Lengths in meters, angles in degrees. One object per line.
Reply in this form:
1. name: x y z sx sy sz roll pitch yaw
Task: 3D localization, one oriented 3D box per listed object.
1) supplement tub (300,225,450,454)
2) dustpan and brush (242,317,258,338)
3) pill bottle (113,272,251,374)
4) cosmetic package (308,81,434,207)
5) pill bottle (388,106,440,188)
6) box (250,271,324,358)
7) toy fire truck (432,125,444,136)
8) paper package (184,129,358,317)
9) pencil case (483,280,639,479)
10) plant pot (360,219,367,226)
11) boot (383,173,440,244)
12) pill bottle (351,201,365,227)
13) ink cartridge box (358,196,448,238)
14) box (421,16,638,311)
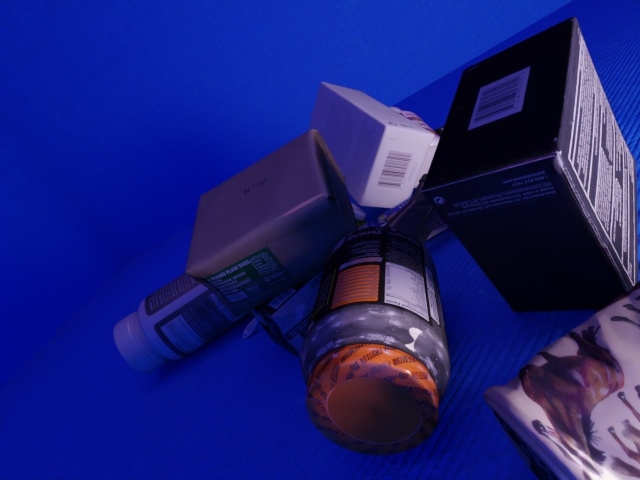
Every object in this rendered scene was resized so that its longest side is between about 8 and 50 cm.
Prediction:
1. supplement tub: 0.087 0.133 0.674 0.207 0.207 0.338 -25 20 21
2. dustpan and brush: -0.132 0.171 1.108 0.060 0.147 0.211 0 -52 -55
3. pill bottle: -0.371 0.203 1.215 0.361 0.204 0.204 -32 19 -3
4. cosmetic package: 0.120 -0.299 1.308 0.162 0.229 0.453 2 32 -27
5. pill bottle: 0.276 -0.309 1.380 0.169 0.169 0.301 -31 44 5
6. box: -0.012 0.120 0.959 0.247 0.142 0.163 -42 22 -21
7. toy fire truck: 0.502 -0.367 1.384 0.247 0.158 0.217 -30 15 -35
8. paper package: -0.099 -0.045 0.935 0.325 0.168 0.309 -28 35 13
9. pencil case: 0.354 0.107 0.397 0.411 0.159 0.183 -33 4 -4
10. plant pot: -0.033 -0.062 1.343 0.228 0.207 0.227 -42 21 -28
11. boot: 0.241 -0.021 0.974 0.208 0.190 0.076 -58 -2 -5
12. pill bottle: 0.000 0.000 1.136 0.245 0.137 0.136 -59 15 12
13. ink cartridge box: 0.245 -0.057 1.116 0.371 0.069 0.175 -32 18 8
14. box: 0.327 -0.094 0.643 0.183 0.294 0.296 -14 40 46
